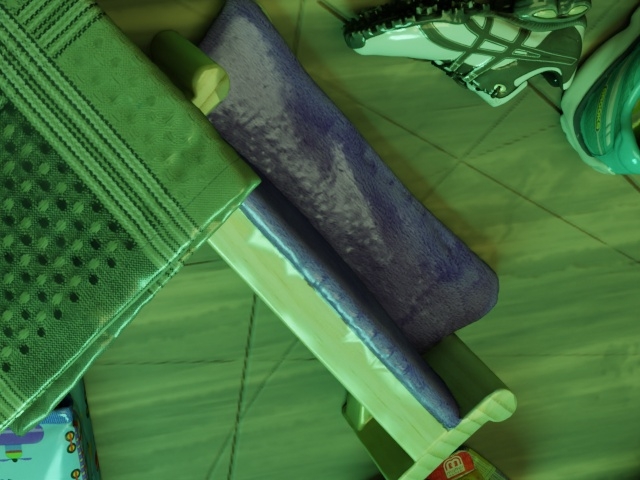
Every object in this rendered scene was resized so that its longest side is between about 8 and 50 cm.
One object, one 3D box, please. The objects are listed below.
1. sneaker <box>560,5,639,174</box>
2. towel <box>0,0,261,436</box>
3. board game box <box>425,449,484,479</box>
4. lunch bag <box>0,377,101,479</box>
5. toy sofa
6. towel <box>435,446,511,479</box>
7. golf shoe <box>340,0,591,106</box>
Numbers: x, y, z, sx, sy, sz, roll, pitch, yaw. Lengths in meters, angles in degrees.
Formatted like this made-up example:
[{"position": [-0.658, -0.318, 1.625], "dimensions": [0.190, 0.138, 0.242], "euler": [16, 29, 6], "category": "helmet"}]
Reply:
[{"position": [0.306, -0.162, 1.270], "dimensions": [0.107, 0.110, 0.275], "euler": [34, 94, -23], "category": "sneaker"}, {"position": [-0.244, -0.045, 1.077], "dimensions": [0.312, 0.056, 0.324], "euler": [-43, 83, 11], "category": "towel"}, {"position": [0.113, 0.311, 1.392], "dimensions": [0.124, 0.039, 0.259], "euler": [-24, 111, -6], "category": "board game box"}, {"position": [-0.310, 0.214, 1.199], "dimensions": [0.293, 0.138, 0.221], "euler": [-8, 111, -5], "category": "lunch bag"}, {"position": [0.000, 0.000, 1.204], "dimensions": [0.177, 0.150, 0.362], "euler": [-42, 113, 0], "category": "toy sofa"}, {"position": [0.133, 0.218, 1.388], "dimensions": [0.083, 0.009, 0.060], "euler": [38, 92, -24], "category": "towel"}, {"position": [0.115, -0.144, 1.235], "dimensions": [0.198, 0.077, 0.094], "euler": [-7, 109, -14], "category": "golf shoe"}]
